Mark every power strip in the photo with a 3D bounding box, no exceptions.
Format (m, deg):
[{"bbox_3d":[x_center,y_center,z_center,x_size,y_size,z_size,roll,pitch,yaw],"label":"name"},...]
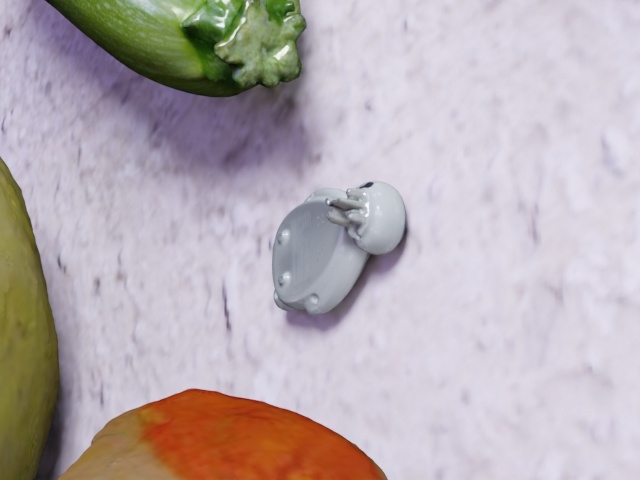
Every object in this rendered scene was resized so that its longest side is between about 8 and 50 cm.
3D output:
[{"bbox_3d":[0.000,0.000,0.581,0.083,0.035,0.055,-31,53,47],"label":"power strip"}]

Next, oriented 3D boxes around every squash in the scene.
[{"bbox_3d":[-0.107,-0.160,0.731,0.395,0.107,0.107,42,111,53],"label":"squash"}]

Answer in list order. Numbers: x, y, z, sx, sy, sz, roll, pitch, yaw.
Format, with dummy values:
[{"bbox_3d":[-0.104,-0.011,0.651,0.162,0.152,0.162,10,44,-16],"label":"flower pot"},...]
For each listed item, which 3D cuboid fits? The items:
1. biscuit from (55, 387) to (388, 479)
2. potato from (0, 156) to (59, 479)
[{"bbox_3d":[-0.106,0.168,0.362,0.368,0.394,0.076,39,136,54],"label":"biscuit"},{"bbox_3d":[-0.215,0.081,0.714,0.280,0.213,0.330,-57,-7,-17],"label":"potato"}]
